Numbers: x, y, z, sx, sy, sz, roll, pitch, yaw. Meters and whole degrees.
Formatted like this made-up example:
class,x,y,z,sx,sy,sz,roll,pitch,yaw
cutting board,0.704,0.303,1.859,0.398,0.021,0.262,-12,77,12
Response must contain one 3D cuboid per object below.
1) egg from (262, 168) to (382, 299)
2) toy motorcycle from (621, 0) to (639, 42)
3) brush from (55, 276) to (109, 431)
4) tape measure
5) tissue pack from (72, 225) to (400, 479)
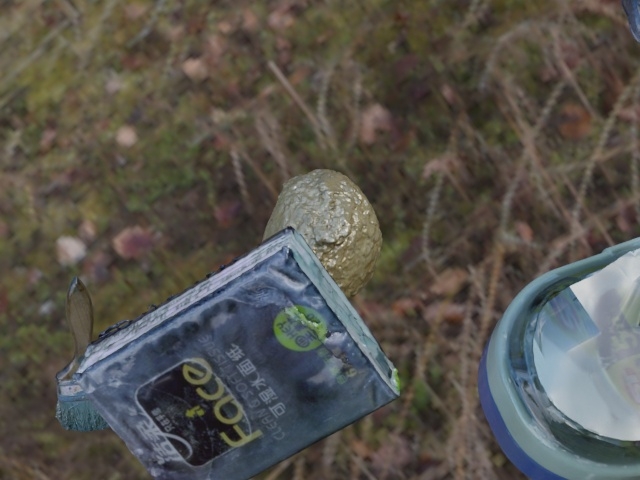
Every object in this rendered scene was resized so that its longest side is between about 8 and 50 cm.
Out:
class,x,y,z,sx,sy,sz,roll,pitch,yaw
egg,0.000,0.000,1.413,0.116,0.118,0.140,-10,64,9
toy motorcycle,0.358,-0.350,1.652,0.091,0.157,0.263,-3,83,10
brush,-0.233,0.112,1.473,0.070,0.196,0.021,-5,36,-8
tape measure,0.311,0.150,1.674,0.262,0.138,0.259,-15,66,-24
tissue pack,-0.072,0.114,1.306,0.235,0.173,0.073,-30,17,18
